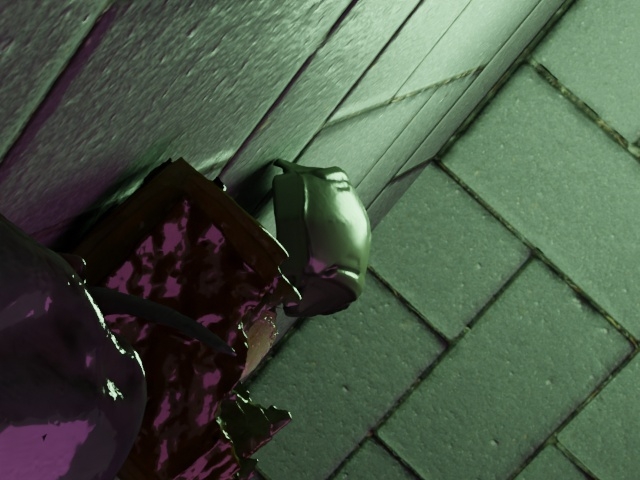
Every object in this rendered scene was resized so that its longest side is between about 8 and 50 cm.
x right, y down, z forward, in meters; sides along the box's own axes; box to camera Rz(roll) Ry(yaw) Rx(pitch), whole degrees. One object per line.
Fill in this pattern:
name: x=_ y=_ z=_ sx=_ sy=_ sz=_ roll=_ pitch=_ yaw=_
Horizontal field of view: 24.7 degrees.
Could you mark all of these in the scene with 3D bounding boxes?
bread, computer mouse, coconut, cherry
bread: x=-0.174 y=0.113 z=1.703 sx=0.314 sy=0.370 sz=0.191 roll=-44 pitch=-152 yaw=-12
computer mouse: x=0.003 y=0.000 z=2.234 sx=0.145 sy=0.228 sz=0.429 roll=-7 pitch=172 yaw=-2
coconut: x=-0.172 y=0.137 z=2.208 sx=0.194 sy=0.194 sz=0.194 roll=-46 pitch=172 yaw=-8
cherry: x=-0.289 y=0.120 z=1.070 sx=0.335 sy=0.291 sz=0.326 roll=-38 pitch=162 yaw=-37

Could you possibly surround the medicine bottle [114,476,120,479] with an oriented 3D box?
medicine bottle: x=-0.281 y=0.309 z=2.148 sx=0.241 sy=0.241 sz=0.302 roll=-45 pitch=157 yaw=-17
